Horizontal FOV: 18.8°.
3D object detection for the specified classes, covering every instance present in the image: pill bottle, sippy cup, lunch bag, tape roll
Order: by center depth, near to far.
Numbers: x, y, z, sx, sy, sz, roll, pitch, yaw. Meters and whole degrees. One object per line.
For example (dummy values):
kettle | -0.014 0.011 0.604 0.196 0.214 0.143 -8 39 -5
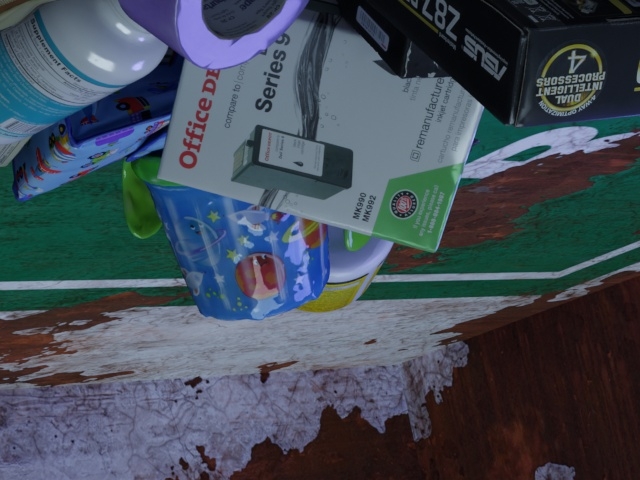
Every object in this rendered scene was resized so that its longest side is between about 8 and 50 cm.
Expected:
tape roll | -0.080 -0.245 1.641 0.189 0.080 0.189 -37 147 -29
pill bottle | -0.239 -0.195 1.799 0.264 0.146 0.146 -22 164 38
lunch bag | -0.181 -0.158 2.087 0.293 0.138 0.221 -13 171 -26
sippy cup | -0.089 -0.033 2.281 0.240 0.224 0.305 -17 -160 -15
pill bottle | 0.000 0.000 2.787 0.188 0.188 0.334 -10 167 -9

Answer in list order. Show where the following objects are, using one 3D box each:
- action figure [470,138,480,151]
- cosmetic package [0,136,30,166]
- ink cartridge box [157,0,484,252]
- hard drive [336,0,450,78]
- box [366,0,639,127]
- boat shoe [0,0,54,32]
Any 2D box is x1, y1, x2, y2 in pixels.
action figure | 0.082 -0.151 2.322 0.164 0.141 0.276 -3 -179 -26
cosmetic package | -0.452 -0.135 1.945 0.309 0.113 0.160 -5 165 -27
ink cartridge box | 0.003 -0.133 1.882 0.289 0.211 0.121 14 -151 -3
hard drive | 0.180 -0.242 1.841 0.339 0.237 0.064 -5 124 -24
box | 0.210 -0.228 1.655 0.318 0.097 0.395 -9 -149 -23
boat shoe | -0.251 -0.254 1.594 0.120 0.122 0.324 4 160 -41
